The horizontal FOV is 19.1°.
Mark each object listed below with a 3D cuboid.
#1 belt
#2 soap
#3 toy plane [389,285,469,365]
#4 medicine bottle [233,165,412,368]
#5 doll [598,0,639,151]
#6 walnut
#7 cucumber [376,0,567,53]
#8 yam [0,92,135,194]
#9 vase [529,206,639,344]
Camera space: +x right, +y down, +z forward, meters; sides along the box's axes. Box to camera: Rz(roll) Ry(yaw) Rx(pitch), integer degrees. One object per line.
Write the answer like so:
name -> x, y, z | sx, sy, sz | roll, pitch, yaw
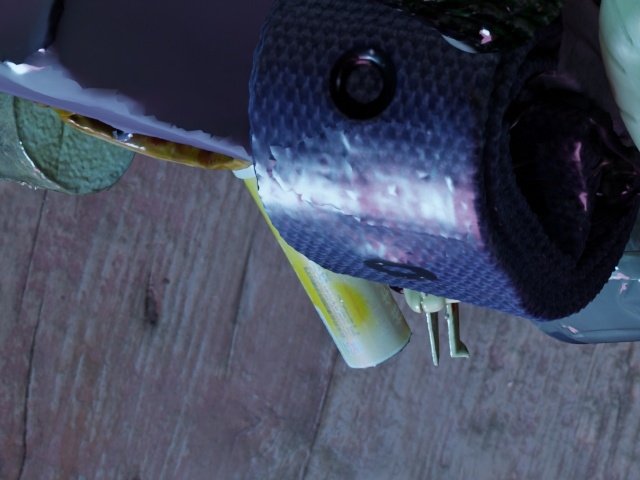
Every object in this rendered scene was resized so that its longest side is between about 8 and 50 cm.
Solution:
belt -> 0.070, -0.043, 0.766 | 0.126, 0.139, 0.230 | 12, 176, 25
soap -> -0.145, -0.118, 0.918 | 0.296, 0.107, 0.285 | 16, -179, 29
toy plane -> 0.095, -0.018, 1.605 | 0.092, 0.229, 0.244 | -8, -140, 9
medicine bottle -> 0.000, 0.000, 1.545 | 0.074, 0.074, 0.218 | 17, 140, 62
doll -> 0.221, 0.014, 0.645 | 0.284, 0.216, 0.268 | 38, 169, 30
walnut -> -0.125, -0.125, 1.457 | 0.211, 0.087, 0.167 | 15, 160, 28
cucumber -> 0.008, -0.095, 0.518 | 0.058, 0.058, 0.187 | 17, -179, 39
yam -> -0.326, -0.149, 1.911 | 0.304, 0.168, 0.168 | 16, 180, 40
vase -> 0.269, 0.015, 1.501 | 0.251, 0.156, 0.301 | -4, -177, -26
